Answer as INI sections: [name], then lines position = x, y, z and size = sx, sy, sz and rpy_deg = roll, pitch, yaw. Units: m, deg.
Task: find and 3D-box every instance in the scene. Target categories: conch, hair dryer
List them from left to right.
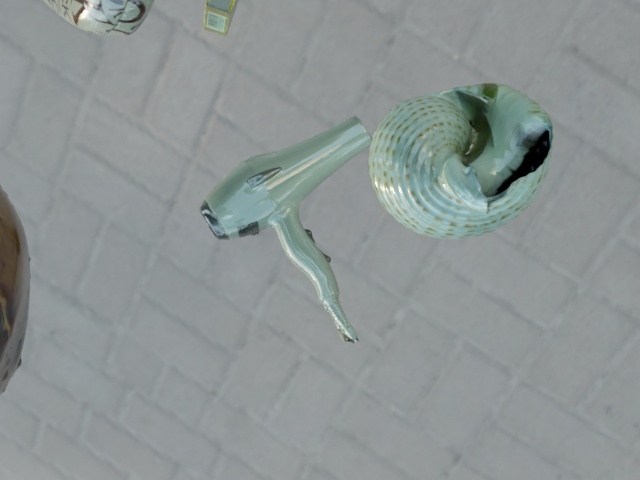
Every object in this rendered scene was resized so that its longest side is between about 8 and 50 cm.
[hair dryer]
position = 0.014, -0.034, 1.699
size = 0.267, 0.229, 0.092
rpy_deg = 38, 169, 15
[conch]
position = 0.140, -0.064, 1.376
size = 0.172, 0.200, 0.131
rpy_deg = -15, 135, -13

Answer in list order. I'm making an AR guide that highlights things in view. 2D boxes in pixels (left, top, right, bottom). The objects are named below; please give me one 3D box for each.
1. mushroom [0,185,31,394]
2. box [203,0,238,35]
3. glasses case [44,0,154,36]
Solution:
[mushroom]
position = -0.443, 0.066, 1.359
size = 0.356, 0.331, 0.334
rpy_deg = -18, 89, 38
[box]
position = -0.077, -0.316, 1.435
size = 0.030, 0.121, 0.193
rpy_deg = 19, 85, -5
[glasses case]
position = -0.199, -0.266, 1.120
size = 0.355, 0.085, 0.137
rpy_deg = 46, 125, 55
